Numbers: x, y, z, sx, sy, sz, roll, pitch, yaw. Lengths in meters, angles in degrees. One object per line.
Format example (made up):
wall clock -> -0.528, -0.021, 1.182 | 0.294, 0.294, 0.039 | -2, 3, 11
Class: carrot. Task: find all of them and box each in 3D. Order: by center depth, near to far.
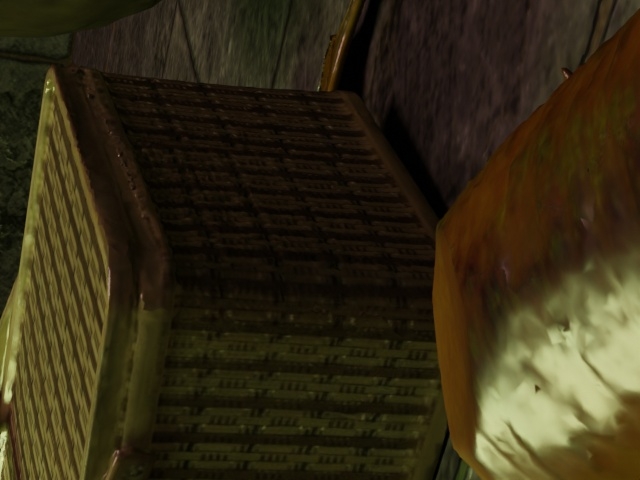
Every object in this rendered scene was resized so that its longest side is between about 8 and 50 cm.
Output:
carrot -> 0.113, -0.023, 0.317 | 0.302, 0.114, 0.114 | 129, 145, -58

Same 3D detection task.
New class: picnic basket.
picnic basket -> -0.071, 0.097, 0.799 | 0.228, 0.175, 0.312 | -117, 36, -55

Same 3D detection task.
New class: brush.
brush -> 0.020, -0.133, 0.897 | 0.082, 0.010, 0.218 | -83, 10, -54

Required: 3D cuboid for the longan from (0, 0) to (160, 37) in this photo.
longan -> -0.202, -0.330, 1.127 | 0.391, 0.391, 0.391 | -173, 90, -76
